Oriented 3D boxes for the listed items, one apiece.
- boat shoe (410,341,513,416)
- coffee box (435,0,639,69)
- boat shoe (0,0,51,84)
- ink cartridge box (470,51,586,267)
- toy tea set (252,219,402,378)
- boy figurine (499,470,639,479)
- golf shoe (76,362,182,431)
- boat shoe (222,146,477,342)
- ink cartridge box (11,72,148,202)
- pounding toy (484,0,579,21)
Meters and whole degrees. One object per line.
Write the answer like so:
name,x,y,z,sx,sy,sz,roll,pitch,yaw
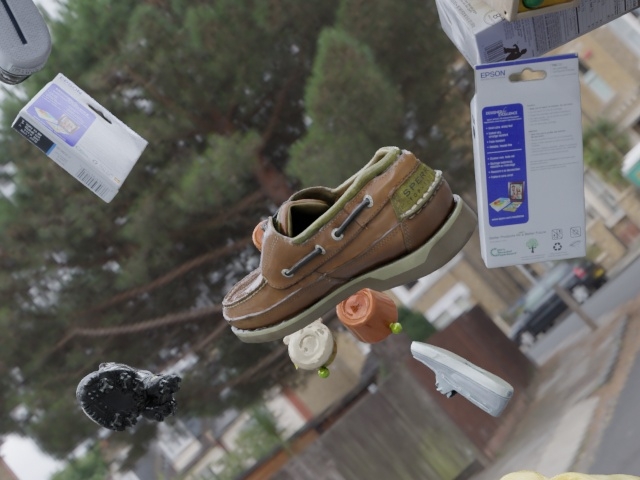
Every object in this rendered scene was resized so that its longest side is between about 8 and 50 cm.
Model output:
boat shoe,0.264,0.273,2.127,0.079,0.227,0.081,12,-77,-61
coffee box,0.357,-0.408,1.789,0.297,0.168,0.119,-27,-40,-2
boat shoe,-0.483,-0.367,1.494,0.121,0.335,0.119,-19,-4,-38
ink cartridge box,0.326,-0.127,1.703,0.165,0.333,0.065,-6,20,0
toy tea set,0.008,0.082,1.968,0.200,0.336,0.124,-31,-29,13
boy figurine,0.265,0.256,0.987,0.285,0.092,0.177,-11,-15,42
golf shoe,-0.256,0.189,1.339,0.198,0.094,0.077,27,-104,-66
boat shoe,0.000,0.000,0.979,0.307,0.104,0.111,-29,21,42
ink cartridge box,-0.412,-0.182,1.887,0.045,0.206,0.208,-45,14,24
pounding toy,0.349,-0.446,1.603,0.181,0.094,0.206,-16,-47,-20
